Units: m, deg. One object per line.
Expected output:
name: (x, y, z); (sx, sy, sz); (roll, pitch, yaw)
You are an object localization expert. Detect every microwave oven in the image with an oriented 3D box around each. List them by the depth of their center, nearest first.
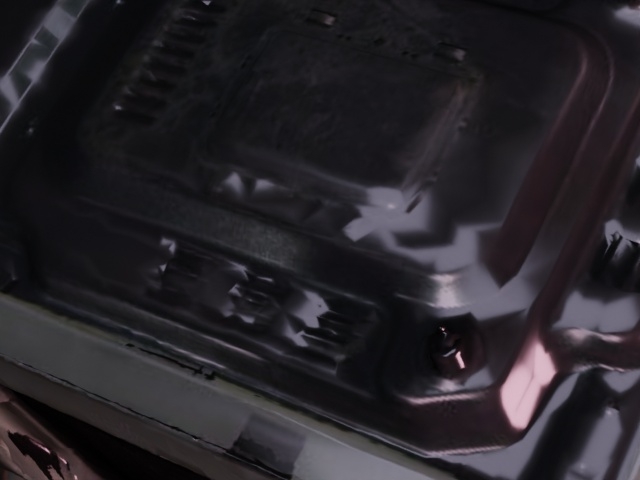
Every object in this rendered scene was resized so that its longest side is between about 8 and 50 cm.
microwave oven: (0.000, 0.000, 0.481); (0.295, 0.181, 0.237); (19, 68, 26)
